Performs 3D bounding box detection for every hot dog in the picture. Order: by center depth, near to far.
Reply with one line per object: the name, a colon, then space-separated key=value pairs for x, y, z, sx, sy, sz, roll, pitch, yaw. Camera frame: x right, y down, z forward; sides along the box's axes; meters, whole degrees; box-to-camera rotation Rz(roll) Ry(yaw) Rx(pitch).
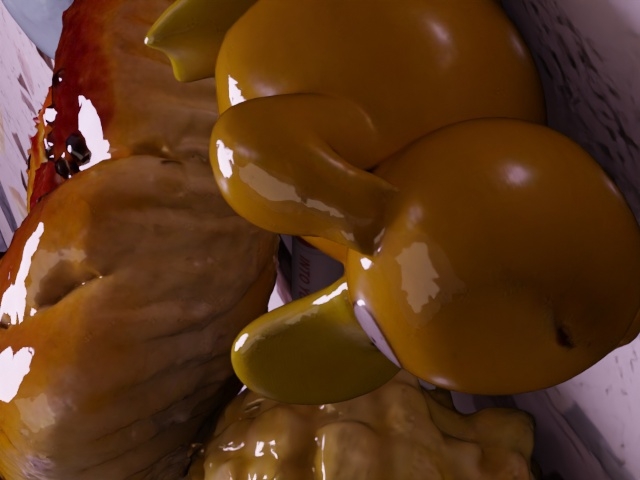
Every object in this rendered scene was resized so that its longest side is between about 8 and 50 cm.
hot dog: x=-0.125 y=0.016 z=1.062 sx=0.365 sy=0.196 sz=0.367 roll=127 pitch=152 yaw=-67

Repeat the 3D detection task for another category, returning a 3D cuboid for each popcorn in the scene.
popcorn: x=0.038 y=0.173 z=0.939 sx=0.250 sy=0.190 sz=0.250 roll=18 pitch=155 yaw=9

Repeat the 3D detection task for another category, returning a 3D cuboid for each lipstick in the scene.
lipstick: x=0.000 y=0.000 z=1.089 sx=0.038 sy=0.038 sz=0.131 roll=55 pitch=159 yaw=30

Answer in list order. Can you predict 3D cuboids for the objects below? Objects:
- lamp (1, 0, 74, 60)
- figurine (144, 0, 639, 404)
lamp: x=-0.192 y=-0.211 z=1.259 sx=0.179 sy=0.108 sz=0.246 roll=66 pitch=162 yaw=-13
figurine: x=0.038 y=-0.032 z=0.736 sx=0.215 sy=0.215 sz=0.228 roll=107 pitch=159 yaw=-64
